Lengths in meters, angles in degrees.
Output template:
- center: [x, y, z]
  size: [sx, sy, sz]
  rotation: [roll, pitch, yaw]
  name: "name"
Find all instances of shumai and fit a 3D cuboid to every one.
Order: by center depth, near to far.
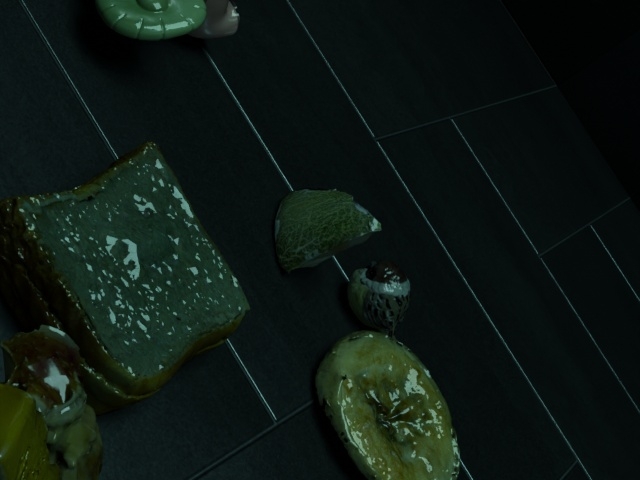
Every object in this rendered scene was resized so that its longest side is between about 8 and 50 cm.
- center: [-0.285, 0.186, 1.158]
  size: [0.209, 0.153, 0.161]
  rotation: [30, 32, -29]
  name: "shumai"

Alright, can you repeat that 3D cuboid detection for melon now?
- center: [-0.004, 0.000, 1.743]
  size: [0.139, 0.202, 0.093]
  rotation: [-49, 126, -23]
  name: "melon"

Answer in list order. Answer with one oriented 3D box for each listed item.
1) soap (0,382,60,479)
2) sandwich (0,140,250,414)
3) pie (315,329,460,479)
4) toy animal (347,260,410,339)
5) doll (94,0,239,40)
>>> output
- center: [-0.316, 0.208, 0.983]
  size: [0.160, 0.257, 0.080]
  rotation: [38, 36, -24]
  name: "soap"
- center: [-0.233, 0.041, 1.403]
  size: [0.271, 0.099, 0.301]
  rotation: [55, 31, 0]
  name: "sandwich"
- center: [0.100, 0.250, 1.685]
  size: [0.274, 0.055, 0.274]
  rotation: [33, 38, -30]
  name: "pie"
- center: [0.101, 0.095, 1.794]
  size: [0.098, 0.098, 0.137]
  rotation: [-20, 77, -57]
  name: "toy animal"
- center: [-0.243, -0.387, 1.745]
  size: [0.268, 0.216, 0.284]
  rotation: [-18, 56, -32]
  name: "doll"
